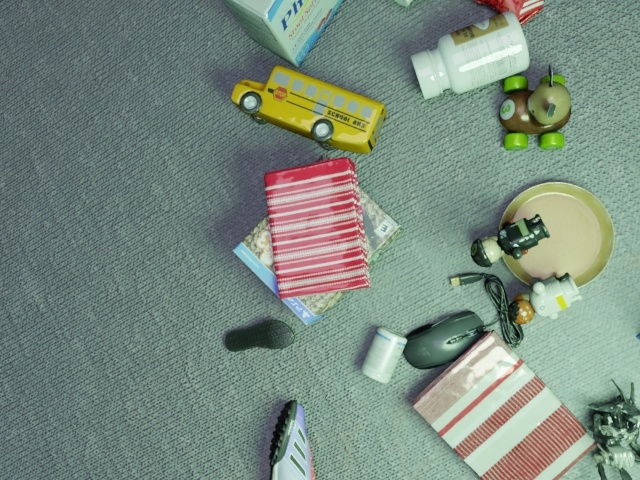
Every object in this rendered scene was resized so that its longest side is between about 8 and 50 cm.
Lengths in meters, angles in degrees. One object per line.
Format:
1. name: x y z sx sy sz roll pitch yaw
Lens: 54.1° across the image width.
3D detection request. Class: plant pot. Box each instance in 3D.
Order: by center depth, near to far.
1. plant pot: 0.504 -0.007 1.349 0.236 0.032 0.236 -1 87 11

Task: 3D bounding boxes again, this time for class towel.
1. towel: -0.010 -0.025 1.301 0.199 0.031 0.274 -8 85 10
2. towel: 0.386 0.383 1.323 0.237 0.037 0.329 -43 91 4

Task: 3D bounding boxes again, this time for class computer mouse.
1. computer mouse: 0.295 0.173 1.361 0.262 0.060 0.184 -16 85 9

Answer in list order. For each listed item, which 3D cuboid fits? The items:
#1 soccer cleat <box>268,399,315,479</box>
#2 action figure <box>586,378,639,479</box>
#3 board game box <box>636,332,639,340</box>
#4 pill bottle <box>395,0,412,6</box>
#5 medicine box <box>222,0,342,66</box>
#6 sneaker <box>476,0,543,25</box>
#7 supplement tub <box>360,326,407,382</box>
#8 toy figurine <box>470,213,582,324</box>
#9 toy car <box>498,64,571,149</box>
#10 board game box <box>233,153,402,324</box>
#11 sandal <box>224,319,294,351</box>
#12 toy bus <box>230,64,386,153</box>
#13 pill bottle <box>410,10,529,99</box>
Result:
1. soccer cleat: -0.058 0.516 1.394 0.116 0.108 0.318 10 86 -10
2. action figure: 0.604 0.424 1.243 0.164 0.141 0.275 11 91 -17
3. board game box: 0.740 0.138 1.136 0.078 0.347 0.233 45 95 9
4. pill bottle: 0.225 -0.624 1.397 0.112 0.112 0.186 41 95 10
5. medicine box: -0.064 -0.563 1.356 0.149 0.289 0.263 35 93 11
6. sneaker: 0.384 -0.533 1.377 0.221 0.087 0.128 -1 85 11
7. supplement tub: 0.139 0.251 1.380 0.071 0.071 0.107 25 91 11
8. toy figurine: 0.404 0.060 1.243 0.148 0.213 0.209 -27 85 17
9. toy car: 0.452 -0.282 1.295 0.149 0.188 0.155 1 86 10
10. board game box: 0.000 0.000 1.385 0.232 0.141 0.291 43 94 10
11. sandal: -0.138 0.223 1.453 0.179 0.040 0.067 -11 79 24
12. toy bus: -0.029 -0.298 1.425 0.333 0.108 0.130 23 90 11
13. pill bottle: 0.319 -0.392 1.355 0.229 0.131 0.131 -18 83 12
